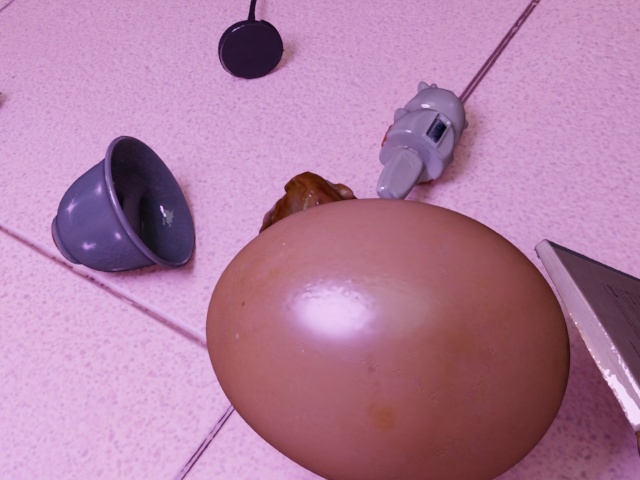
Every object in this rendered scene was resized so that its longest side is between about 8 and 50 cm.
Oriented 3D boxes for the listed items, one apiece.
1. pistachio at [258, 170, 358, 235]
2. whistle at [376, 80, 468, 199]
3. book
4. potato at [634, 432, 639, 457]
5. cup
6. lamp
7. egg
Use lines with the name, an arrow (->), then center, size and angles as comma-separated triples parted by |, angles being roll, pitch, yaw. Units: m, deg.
pistachio -> 0.000, 0.000, 0.959 | 0.165, 0.130, 0.210 | -9, 60, 0
whistle -> 0.147, -0.142, 1.056 | 0.102, 0.105, 0.253 | 22, 53, 14
book -> 0.354, 0.110, 0.755 | 0.025, 0.283, 0.214 | -47, 43, 31
potato -> 0.377, 0.200, 0.770 | 0.092, 0.070, 0.137 | 3, 53, -6
cup -> -0.294, -0.029, 1.018 | 0.150, 0.199, 0.199 | -22, 50, 15
lamp -> -0.096, -0.434, 1.355 | 0.109, 0.130, 0.371 | 17, 41, -4
egg -> 0.063, 0.104, 0.756 | 0.374, 0.301, 0.301 | 14, 57, 22
